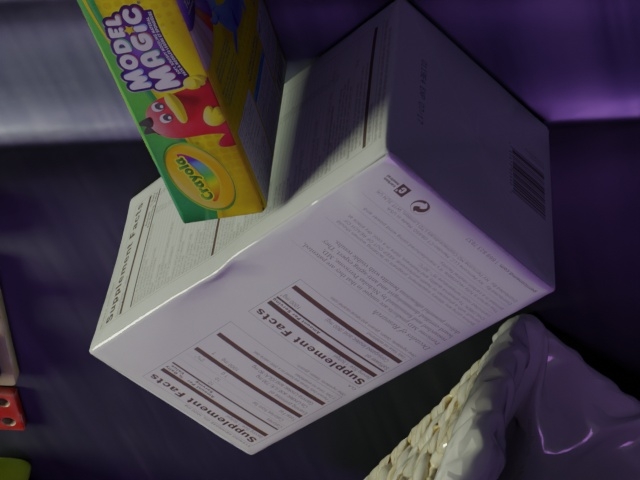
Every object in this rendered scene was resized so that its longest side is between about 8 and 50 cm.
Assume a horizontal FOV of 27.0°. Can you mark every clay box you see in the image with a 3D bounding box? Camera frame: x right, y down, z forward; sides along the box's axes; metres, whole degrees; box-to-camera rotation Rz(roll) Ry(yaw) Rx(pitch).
[{"bbox_3d":[-0.075,-0.131,0.667,0.053,0.127,0.222,-9,133,14],"label":"clay box"}]

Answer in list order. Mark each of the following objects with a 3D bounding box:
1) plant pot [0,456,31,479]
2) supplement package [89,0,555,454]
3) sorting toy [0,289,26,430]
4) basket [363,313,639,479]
[{"bbox_3d":[-0.315,0.309,1.084,0.228,0.227,0.207,-11,127,16],"label":"plant pot"},{"bbox_3d":[0.000,0.000,0.786,0.134,0.139,0.244,37,129,-27],"label":"supplement package"},{"bbox_3d":[-0.293,0.073,0.959,0.132,0.046,0.274,4,136,2],"label":"sorting toy"},{"bbox_3d":[0.148,0.293,0.861,0.331,0.328,0.266,38,123,-3],"label":"basket"}]
